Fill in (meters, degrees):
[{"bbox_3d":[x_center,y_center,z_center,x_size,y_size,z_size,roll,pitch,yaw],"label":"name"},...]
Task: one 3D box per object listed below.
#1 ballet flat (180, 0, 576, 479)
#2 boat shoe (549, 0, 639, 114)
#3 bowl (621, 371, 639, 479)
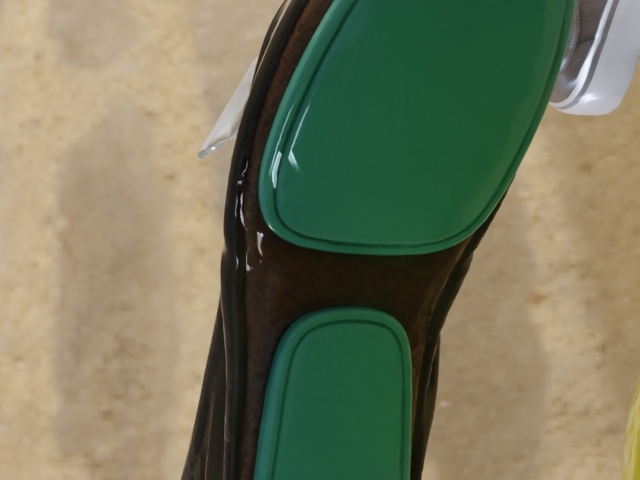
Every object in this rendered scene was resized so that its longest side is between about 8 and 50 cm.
[{"bbox_3d":[0.000,0.000,0.560,0.096,0.095,0.280,40,-62,58],"label":"ballet flat"},{"bbox_3d":[0.088,-0.103,0.678,0.228,0.076,0.080,94,-4,-81],"label":"boat shoe"},{"bbox_3d":[0.162,0.120,0.397,0.289,0.156,0.289,46,-13,14],"label":"bowl"}]
